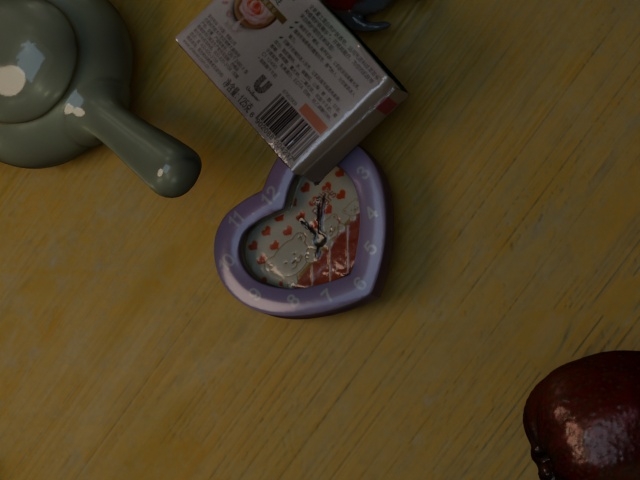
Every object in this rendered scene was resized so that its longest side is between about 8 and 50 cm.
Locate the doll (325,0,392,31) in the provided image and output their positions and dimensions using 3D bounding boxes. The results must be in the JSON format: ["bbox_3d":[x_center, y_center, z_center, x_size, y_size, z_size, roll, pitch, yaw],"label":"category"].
[{"bbox_3d":[0.021,-0.275,1.932,0.195,0.062,0.104,20,80,24],"label":"doll"}]

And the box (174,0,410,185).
[{"bbox_3d":[-0.028,-0.172,1.871,0.135,0.081,0.199,-43,72,7],"label":"box"}]

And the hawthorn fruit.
[{"bbox_3d":[0.293,0.176,1.780,0.194,0.157,0.157,-16,81,-4],"label":"hawthorn fruit"}]

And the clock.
[{"bbox_3d":[0.000,0.000,1.911,0.172,0.064,0.198,43,98,17],"label":"clock"}]

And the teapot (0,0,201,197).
[{"bbox_3d":[-0.252,-0.165,1.953,0.318,0.149,0.220,7,89,17],"label":"teapot"}]
